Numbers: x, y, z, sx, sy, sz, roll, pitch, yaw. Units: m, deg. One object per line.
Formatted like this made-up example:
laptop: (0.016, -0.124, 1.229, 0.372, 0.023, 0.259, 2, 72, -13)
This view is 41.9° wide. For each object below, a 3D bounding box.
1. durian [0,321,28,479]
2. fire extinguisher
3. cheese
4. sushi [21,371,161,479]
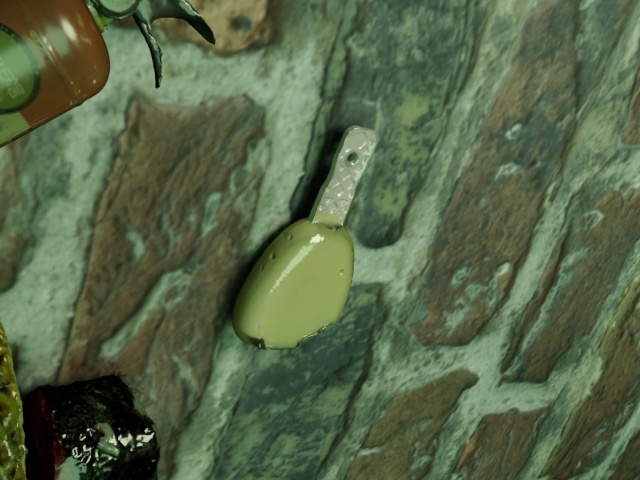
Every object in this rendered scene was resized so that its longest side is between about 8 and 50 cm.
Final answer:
durian: (-0.302, 0.190, 0.725, 0.145, 0.139, 0.252, 2, 108, 8)
fire extinguisher: (-0.270, -0.127, 0.553, 0.376, 0.113, 0.200, -31, 132, -11)
cheese: (0.000, 0.000, 0.864, 0.127, 0.050, 0.255, 8, 116, -37)
sushi: (-0.235, 0.242, 0.819, 0.126, 0.136, 0.225, 1, 120, -39)
